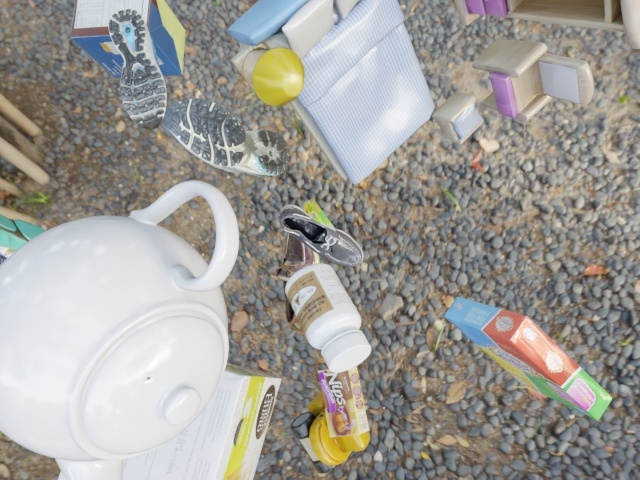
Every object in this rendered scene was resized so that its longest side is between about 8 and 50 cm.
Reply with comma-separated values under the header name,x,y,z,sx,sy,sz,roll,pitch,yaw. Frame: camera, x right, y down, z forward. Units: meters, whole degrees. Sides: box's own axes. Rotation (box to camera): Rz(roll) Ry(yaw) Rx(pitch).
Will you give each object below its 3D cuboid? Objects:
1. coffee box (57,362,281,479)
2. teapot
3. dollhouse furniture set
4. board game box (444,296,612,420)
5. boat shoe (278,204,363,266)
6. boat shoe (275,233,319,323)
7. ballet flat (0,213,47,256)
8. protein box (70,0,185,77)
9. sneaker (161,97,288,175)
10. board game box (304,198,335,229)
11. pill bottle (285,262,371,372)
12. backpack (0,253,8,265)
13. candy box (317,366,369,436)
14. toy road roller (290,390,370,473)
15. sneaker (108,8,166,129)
name,x,y,z,sx,sy,sz,roll,pitch,yaw
coffee box,-0.328,0.446,1.142,0.338,0.334,0.337,12,75,13
teapot,-0.177,0.103,0.452,0.187,0.256,0.252,24,50,37
dollhouse furniture set,0.124,-0.138,0.437,0.303,0.286,0.198,-43,43,-6
board game box,0.473,0.265,1.113,0.316,0.242,0.064,40,81,-16
boat shoe,0.000,0.000,1.003,0.206,0.065,0.075,33,105,-8
boat shoe,-0.086,0.114,1.610,0.123,0.123,0.341,6,100,47
ballet flat,-0.696,-0.009,1.056,0.087,0.247,0.083,-38,73,-3
protein box,-0.486,-0.531,1.230,0.201,0.200,0.135,1,81,8
sneaker,-0.193,-0.175,0.910,0.122,0.283,0.110,-4,78,36
board game box,-0.001,-0.073,1.934,0.043,0.181,0.092,-24,36,18
pill bottle,0.018,0.175,1.089,0.131,0.131,0.229,-28,54,-3
backpack,-0.816,0.089,1.236,0.101,0.098,0.120,35,80,-16
candy box,0.064,0.453,1.356,0.109,0.053,0.186,-20,74,33
toy road roller,0.079,0.652,1.705,0.241,0.329,0.202,-30,92,37
sneaker,-0.250,-0.241,0.687,0.064,0.073,0.162,-8,94,0
